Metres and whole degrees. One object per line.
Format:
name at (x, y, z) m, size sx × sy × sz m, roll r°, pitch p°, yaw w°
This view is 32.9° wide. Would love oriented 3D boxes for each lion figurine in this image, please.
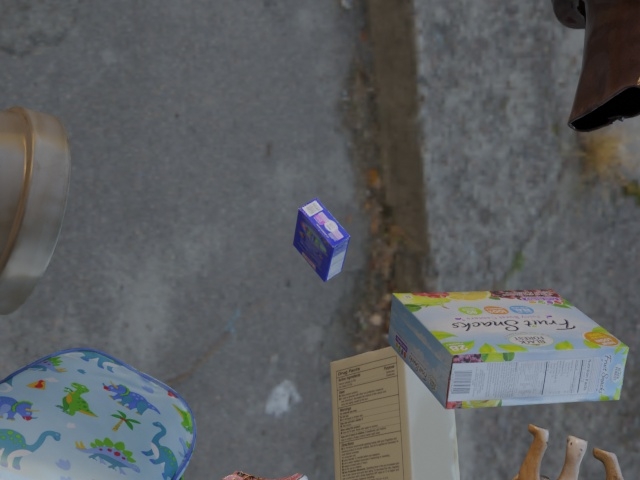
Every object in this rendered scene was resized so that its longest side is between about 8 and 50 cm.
lion figurine at (0.381, 0.421, 1.619) m, size 0.142 × 0.392 × 0.240 m, roll 18°, pitch 85°, yaw -18°

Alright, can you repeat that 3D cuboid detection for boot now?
boot at (0.276, -0.202, 1.074) m, size 0.090 × 0.248 × 0.206 m, roll 29°, pitch 75°, yaw -14°

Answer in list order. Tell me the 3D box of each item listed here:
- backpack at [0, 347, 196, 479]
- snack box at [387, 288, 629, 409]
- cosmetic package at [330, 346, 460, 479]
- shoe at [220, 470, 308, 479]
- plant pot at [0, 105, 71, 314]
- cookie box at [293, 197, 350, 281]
backpack at (-0.266, 0.262, 1.072) m, size 0.355 × 0.290 × 0.273 m, roll -2°, pitch 115°, yaw -81°
snack box at (0.201, 0.115, 1.194) m, size 0.207 × 0.174 × 0.070 m, roll -1°, pitch 109°, yaw -17°
cosmetic package at (0.109, 0.319, 1.573) m, size 0.113 × 0.160 × 0.309 m, roll 17°, pitch 64°, yaw -40°
shoe at (-0.113, 0.421, 1.840) m, size 0.081 × 0.178 × 0.063 m, roll 61°, pitch 5°, yaw 10°
plant pot at (-0.566, -0.074, 1.608) m, size 0.280 × 0.323 × 0.323 m, roll 17°, pitch 78°, yaw -34°
cookie box at (0.000, 0.000, 1.750) m, size 0.040 × 0.092 × 0.107 m, roll -30°, pitch 156°, yaw -25°
